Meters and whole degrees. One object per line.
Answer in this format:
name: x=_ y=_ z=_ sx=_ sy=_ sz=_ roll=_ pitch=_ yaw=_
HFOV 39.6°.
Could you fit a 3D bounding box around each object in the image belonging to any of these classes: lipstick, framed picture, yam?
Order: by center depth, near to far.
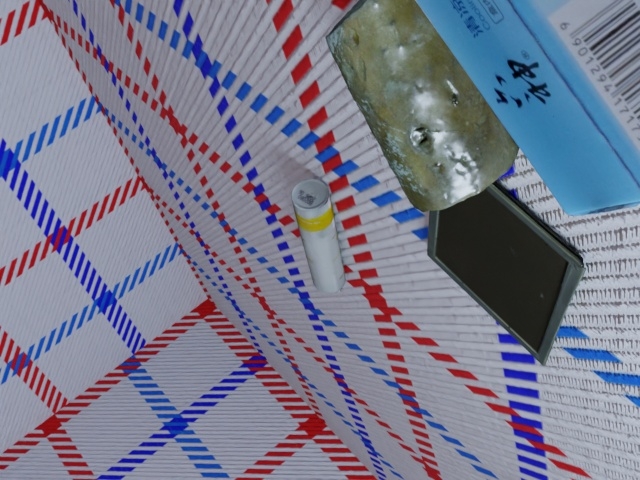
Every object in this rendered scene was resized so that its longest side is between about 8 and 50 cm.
yam: x=0.080 y=-0.131 z=0.740 sx=0.194 sy=0.107 sz=0.107 roll=58 pitch=164 yaw=-20
framed picture: x=0.186 y=0.017 z=0.942 sx=0.197 sy=0.014 sz=0.252 roll=46 pitch=164 yaw=24
lipstick: x=0.000 y=0.000 z=1.386 sx=0.059 sy=0.059 sz=0.264 roll=45 pitch=163 yaw=27

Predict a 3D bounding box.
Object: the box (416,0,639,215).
box: x=0.134 y=-0.146 z=0.465 sx=0.232 sy=0.143 sz=0.083 roll=53 pitch=166 yaw=-3
